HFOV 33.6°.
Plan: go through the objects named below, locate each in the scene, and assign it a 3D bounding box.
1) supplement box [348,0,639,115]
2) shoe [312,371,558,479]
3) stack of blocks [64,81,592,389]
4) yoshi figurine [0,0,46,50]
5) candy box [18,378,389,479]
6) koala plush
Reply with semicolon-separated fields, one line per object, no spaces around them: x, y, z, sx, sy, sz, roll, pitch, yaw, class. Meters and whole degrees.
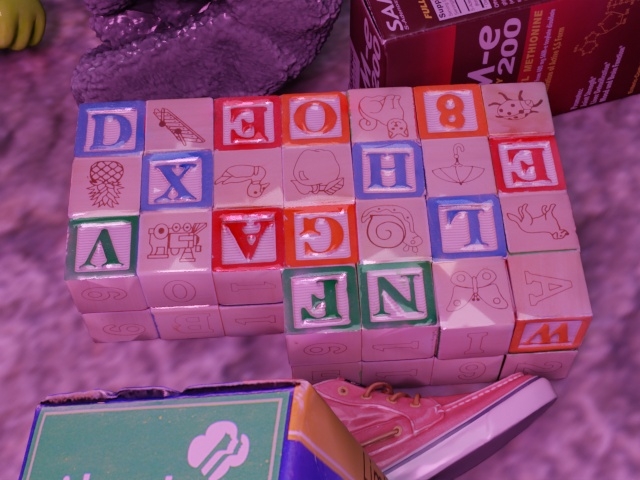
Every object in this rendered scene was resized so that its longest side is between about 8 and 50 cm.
0.142;-0.144;0.721;0.240;0.130;0.073;-15;60;-7;supplement box
0.044;0.105;0.609;0.178;0.063;0.081;-29;67;-11;shoe
0.000;0.000;0.660;0.297;0.087;0.171;-3;59;-1;stack of blocks
-0.294;-0.207;0.775;0.203;0.204;0.362;43;44;-20;yoshi figurine
-0.027;0.249;0.394;0.122;0.268;0.317;-7;57;19;candy box
-0.082;-0.219;0.738;0.203;0.196;0.221;-6;46;8;koala plush
